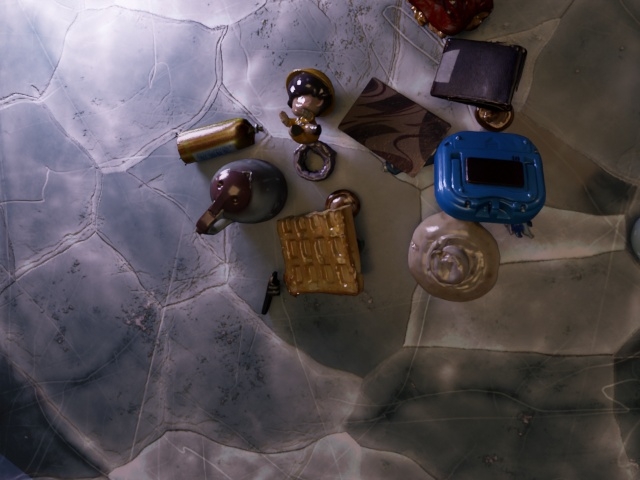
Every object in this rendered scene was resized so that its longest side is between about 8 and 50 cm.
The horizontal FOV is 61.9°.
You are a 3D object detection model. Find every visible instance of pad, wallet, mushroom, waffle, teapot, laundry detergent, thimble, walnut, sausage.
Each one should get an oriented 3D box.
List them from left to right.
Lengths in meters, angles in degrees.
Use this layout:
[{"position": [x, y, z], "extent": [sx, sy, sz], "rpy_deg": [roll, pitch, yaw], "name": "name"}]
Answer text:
[{"position": [-0.357, -0.371, 1.916], "extent": [0.318, 0.117, 0.125], "rpy_deg": [-13, 109, 11], "name": "sausage"}, {"position": [-0.291, -0.138, 1.833], "extent": [0.233, 0.312, 0.315], "rpy_deg": [44, 103, 5], "name": "teapot"}, {"position": [-0.020, -0.281, 1.870], "extent": [0.150, 0.098, 0.149], "rpy_deg": [2, 98, 11], "name": "thimble"}, {"position": [-0.007, 0.047, 1.848], "extent": [0.349, 0.078, 0.303], "rpy_deg": [-4, 99, 44], "name": "waffle"}, {"position": [0.077, -0.121, 1.877], "extent": [0.127, 0.087, 0.127], "rpy_deg": [1, 100, 7], "name": "mushroom"}, {"position": [0.246, -0.388, 1.812], "extent": [0.330, 0.004, 0.220], "rpy_deg": [36, 96, 15], "name": "pad"}, {"position": [0.303, -0.283, 1.827], "extent": [0.207, 0.061, 0.096], "rpy_deg": [-20, 96, 13], "name": "laundry detergent"}, {"position": [0.390, -0.762, 1.684], "extent": [0.269, 0.222, 0.244], "rpy_deg": [51, 135, -3], "name": "walnut"}, {"position": [0.417, 0.068, 1.709], "extent": [0.315, 0.336, 0.314], "rpy_deg": [4, 101, 21], "name": "mushroom"}, {"position": [0.508, -0.535, 1.720], "extent": [0.263, 0.071, 0.220], "rpy_deg": [15, 80, 15], "name": "wallet"}, {"position": [0.568, -0.413, 1.748], "extent": [0.109, 0.085, 0.126], "rpy_deg": [-44, 91, -13], "name": "mushroom"}]

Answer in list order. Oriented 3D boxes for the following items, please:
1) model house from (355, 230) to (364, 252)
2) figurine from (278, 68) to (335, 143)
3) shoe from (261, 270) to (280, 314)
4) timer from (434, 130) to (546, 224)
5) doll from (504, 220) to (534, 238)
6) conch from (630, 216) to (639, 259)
[{"position": [0.100, 0.022, 1.884], "extent": [0.101, 0.100, 0.087], "rpy_deg": [-37, 89, 13], "name": "model house"}, {"position": [-0.042, -0.452, 1.803], "extent": [0.193, 0.167, 0.256], "rpy_deg": [2, 78, 33], "name": "figurine"}, {"position": [-0.172, 0.199, 1.977], "extent": [0.049, 0.071, 0.179], "rpy_deg": [18, 106, 8], "name": "shoe"}, {"position": [0.536, -0.205, 1.691], "extent": [0.341, 0.115, 0.308], "rpy_deg": [5, 65, 2], "name": "timer"}, {"position": [0.640, -0.076, 1.787], "extent": [0.195, 0.070, 0.096], "rpy_deg": [45, 72, 6], "name": "doll"}, {"position": [1.081, 0.003, 1.681], "extent": [0.185, 0.121, 0.221], "rpy_deg": [-36, 97, 9], "name": "conch"}]
